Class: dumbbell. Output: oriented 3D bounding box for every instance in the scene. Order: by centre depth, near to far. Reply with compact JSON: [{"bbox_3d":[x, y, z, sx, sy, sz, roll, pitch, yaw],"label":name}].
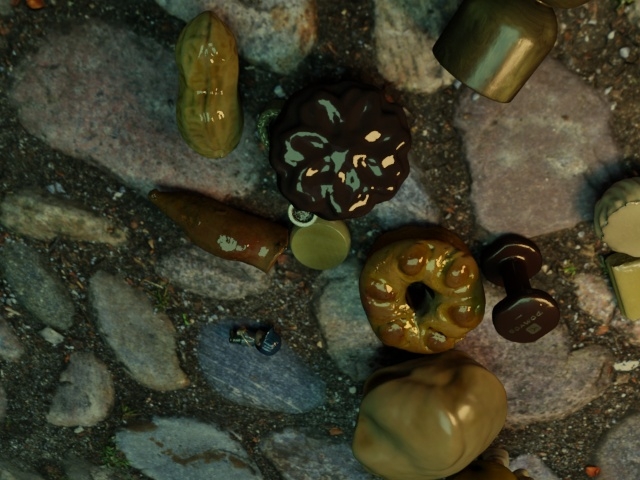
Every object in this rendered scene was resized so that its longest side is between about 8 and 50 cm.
[{"bbox_3d":[0.432,0.104,1.461,0.124,0.225,0.140,33,124,-19],"label":"dumbbell"}]

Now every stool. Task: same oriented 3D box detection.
[{"bbox_3d":[0.338,-0.394,1.152,0.179,0.179,0.264,27,123,-12],"label":"stool"}]

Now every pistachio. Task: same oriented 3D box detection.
[{"bbox_3d":[0.264,0.451,1.692,0.365,0.281,0.445,32,120,-14],"label":"pistachio"}]

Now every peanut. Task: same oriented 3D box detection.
[{"bbox_3d":[-0.217,-0.298,1.307,0.147,0.147,0.305,8,125,2],"label":"peanut"}]

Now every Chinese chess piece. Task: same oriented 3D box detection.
[{"bbox_3d":[0.000,0.000,1.545,0.144,0.058,0.144,4,124,6],"label":"Chinese chess piece"}]

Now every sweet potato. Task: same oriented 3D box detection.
[{"bbox_3d":[-0.235,-0.028,1.510,0.337,0.131,0.131,20,125,-8],"label":"sweet potato"}]

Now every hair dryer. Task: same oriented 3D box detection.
[{"bbox_3d":[-0.004,-0.152,1.411,0.073,0.131,0.236,20,111,-3],"label":"hair dryer"}]

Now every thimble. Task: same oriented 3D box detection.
[{"bbox_3d":[-0.089,-0.233,1.388,0.085,0.062,0.109,8,125,2],"label":"thimble"}]

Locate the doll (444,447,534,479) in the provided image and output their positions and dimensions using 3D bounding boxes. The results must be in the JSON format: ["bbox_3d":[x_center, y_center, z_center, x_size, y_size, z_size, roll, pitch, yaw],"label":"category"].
[{"bbox_3d":[0.402,0.661,1.785,0.348,0.423,0.161,-19,88,40],"label":"doll"}]

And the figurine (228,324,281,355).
[{"bbox_3d":[-0.170,0.264,1.742,0.136,0.079,0.077,-6,165,6],"label":"figurine"}]

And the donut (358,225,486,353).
[{"bbox_3d":[0.230,0.113,1.539,0.299,0.150,0.317,24,125,-10],"label":"donut"}]

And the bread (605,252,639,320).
[{"bbox_3d":[0.736,0.094,1.519,0.140,0.060,0.178,-20,120,20],"label":"bread"}]

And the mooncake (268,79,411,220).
[{"bbox_3d":[0.038,-0.174,1.301,0.283,0.141,0.282,-1,99,-9],"label":"mooncake"}]

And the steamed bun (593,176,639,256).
[{"bbox_3d":[0.658,-0.056,1.397,0.183,0.106,0.182,5,127,7],"label":"steamed bun"}]
